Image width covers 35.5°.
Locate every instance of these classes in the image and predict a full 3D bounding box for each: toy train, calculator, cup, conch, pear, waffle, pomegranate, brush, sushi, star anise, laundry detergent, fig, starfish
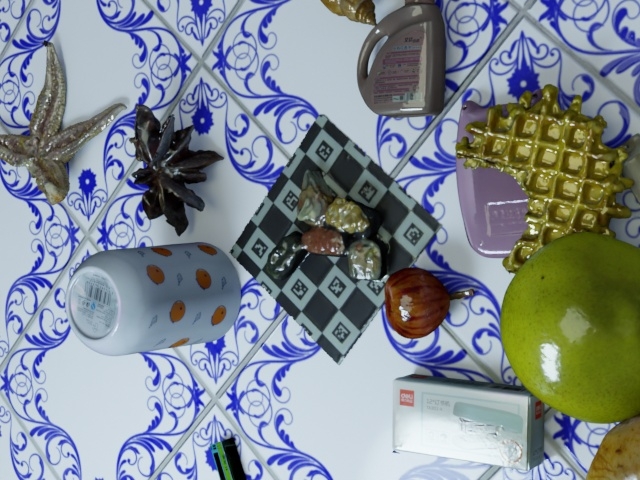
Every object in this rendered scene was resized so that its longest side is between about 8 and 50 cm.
[{"bbox_3d":[-0.175,0.513,2.047,0.042,0.044,0.209,-23,79,31],"label":"toy train"},{"bbox_3d":[0.319,-0.103,1.704,0.194,0.043,0.294,-5,91,32],"label":"calculator"},{"bbox_3d":[-0.335,0.112,1.973,0.212,0.317,0.212,1,92,33],"label":"cup"},{"bbox_3d":[0.015,-0.512,1.855,0.109,0.093,0.330,-48,66,32],"label":"conch"},{"bbox_3d":[0.410,0.132,1.521,0.294,0.294,0.294,1,93,33],"label":"pear"},{"bbox_3d":[0.365,-0.100,1.617,0.259,0.069,0.293,-29,85,27],"label":"waffle"},{"bbox_3d":[0.517,0.364,1.485,0.248,0.248,0.248,1,93,33],"label":"pomegranate"},{"bbox_3d":[0.557,-0.022,1.556,0.060,0.050,0.321,-38,64,31],"label":"brush"},{"bbox_3d":[0.000,0.000,1.903,0.343,0.064,0.359,45,115,23],"label":"sushi"},{"bbox_3d":[-0.315,-0.148,2.072,0.212,0.129,0.283,-13,94,39],"label":"star anise"},{"bbox_3d":[0.141,-0.340,1.790,0.171,0.076,0.237,0,92,34],"label":"laundry detergent"},{"bbox_3d":[0.176,0.098,1.767,0.150,0.128,0.128,-44,67,-2],"label":"fig"},{"bbox_3d":[-0.643,-0.231,2.275,0.398,0.132,0.384,44,107,38],"label":"starfish"}]

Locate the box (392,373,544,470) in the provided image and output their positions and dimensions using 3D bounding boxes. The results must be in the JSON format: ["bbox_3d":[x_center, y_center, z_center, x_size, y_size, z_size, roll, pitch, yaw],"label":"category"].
[{"bbox_3d":[0.253,0.315,1.742,0.269,0.079,0.135,3,93,33],"label":"box"}]
